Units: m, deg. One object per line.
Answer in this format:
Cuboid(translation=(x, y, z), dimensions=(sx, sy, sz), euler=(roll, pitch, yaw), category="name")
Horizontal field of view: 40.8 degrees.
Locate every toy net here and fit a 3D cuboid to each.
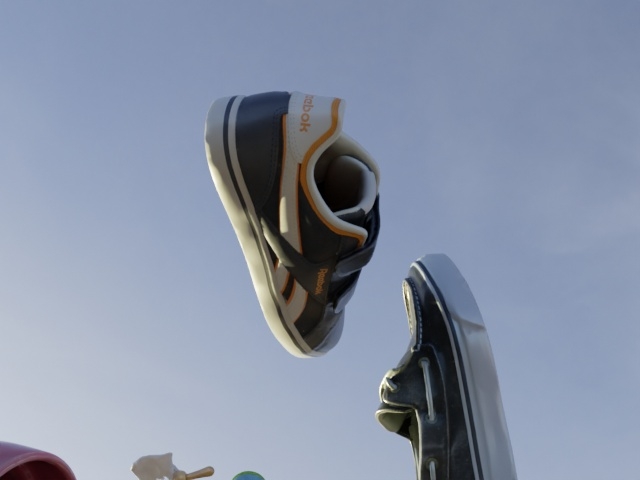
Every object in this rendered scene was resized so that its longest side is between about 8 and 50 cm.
Cuboid(translation=(-0.207, 0.418, 1.427), dimensions=(0.232, 0.045, 0.122), euler=(23, -81, -9), category="toy net")

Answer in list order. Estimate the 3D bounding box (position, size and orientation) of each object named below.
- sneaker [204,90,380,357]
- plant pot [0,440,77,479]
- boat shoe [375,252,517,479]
Cuboid(translation=(0.000, 0.000, 0.817), dimensions=(0.127, 0.126, 0.321), euler=(-5, -43, 14), category="sneaker")
Cuboid(translation=(-0.340, 0.267, 0.755), dimensions=(0.180, 0.201, 0.201), euler=(7, -43, 20), category="plant pot")
Cuboid(translation=(0.112, 0.159, 0.847), dimensions=(0.119, 0.335, 0.121), euler=(-9, -35, 0), category="boat shoe")
